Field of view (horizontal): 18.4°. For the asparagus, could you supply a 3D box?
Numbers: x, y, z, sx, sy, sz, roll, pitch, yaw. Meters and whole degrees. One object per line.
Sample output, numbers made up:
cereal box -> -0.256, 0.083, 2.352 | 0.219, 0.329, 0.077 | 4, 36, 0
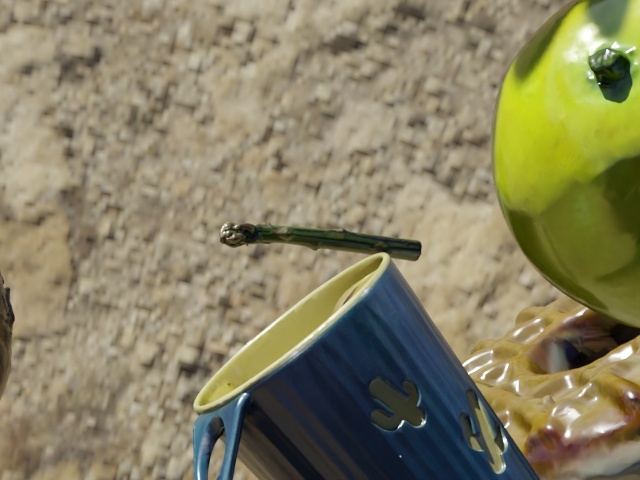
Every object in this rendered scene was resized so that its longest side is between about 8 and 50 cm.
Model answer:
asparagus -> 0.000, 0.000, 1.122 | 0.127, 0.015, 0.018 | 5, 37, -26

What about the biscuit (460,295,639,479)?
biscuit -> 0.221, 0.096, 1.400 | 0.332, 0.332, 0.103 | -36, 102, -36

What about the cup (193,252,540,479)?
cup -> 0.019, 0.117, 1.026 | 0.155, 0.131, 0.176 | 50, 55, -7

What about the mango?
mango -> 0.208, -0.035, 0.886 | 0.273, 0.185, 0.149 | 11, 39, -14

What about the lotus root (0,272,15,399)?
lotus root -> -0.343, 0.055, 1.510 | 0.192, 0.272, 0.272 | 11, 46, -33
